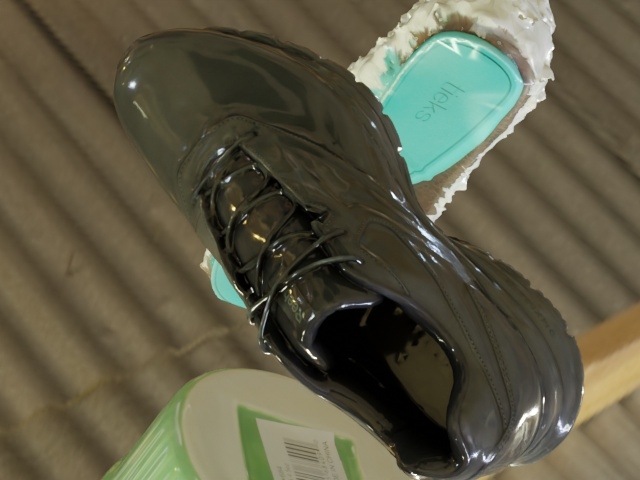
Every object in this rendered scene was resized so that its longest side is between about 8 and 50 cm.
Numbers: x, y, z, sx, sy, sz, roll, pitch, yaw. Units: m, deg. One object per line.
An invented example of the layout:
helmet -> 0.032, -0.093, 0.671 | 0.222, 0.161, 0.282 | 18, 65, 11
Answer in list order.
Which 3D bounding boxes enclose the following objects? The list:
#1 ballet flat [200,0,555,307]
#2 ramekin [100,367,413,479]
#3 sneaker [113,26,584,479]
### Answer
ballet flat -> 0.051, -0.077, 1.267 | 0.147, 0.409, 0.147 | 18, -127, -26
ramekin -> -0.048, 0.258, 1.519 | 0.303, 0.148, 0.303 | 26, -153, -14
sneaker -> 0.000, 0.000, 0.776 | 0.286, 0.109, 0.130 | 42, -156, 15
